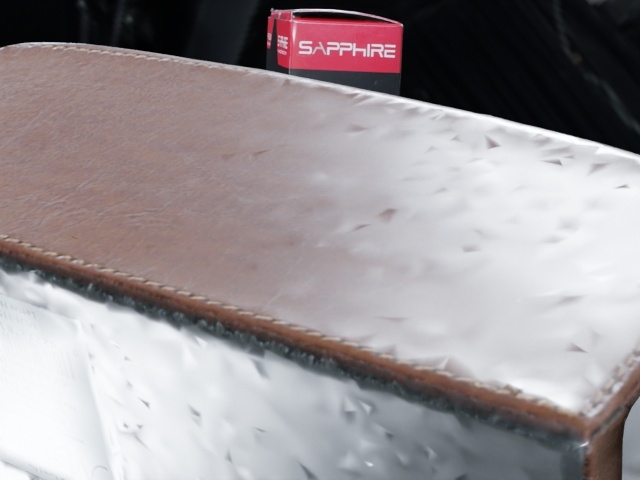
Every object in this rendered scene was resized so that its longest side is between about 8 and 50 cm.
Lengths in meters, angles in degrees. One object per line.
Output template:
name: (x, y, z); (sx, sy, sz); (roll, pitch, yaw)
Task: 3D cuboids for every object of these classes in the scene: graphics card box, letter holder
graphics card box: (0.000, 0.000, 1.225); (0.094, 0.371, 0.233); (3, 8, -7)
letter holder: (0.007, 0.020, 0.521); (0.214, 0.302, 0.152); (-42, -45, -41)
